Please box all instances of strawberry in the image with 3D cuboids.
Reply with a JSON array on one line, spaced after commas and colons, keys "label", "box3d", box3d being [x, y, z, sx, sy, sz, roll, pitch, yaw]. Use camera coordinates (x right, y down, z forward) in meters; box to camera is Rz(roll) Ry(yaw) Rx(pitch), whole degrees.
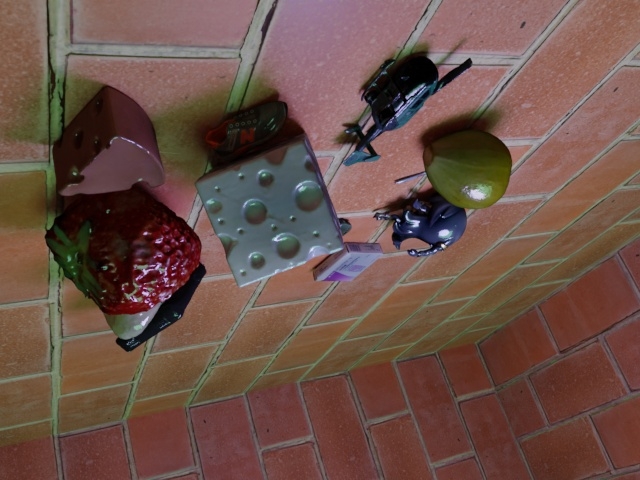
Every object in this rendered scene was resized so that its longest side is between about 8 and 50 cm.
[{"label": "strawberry", "box3d": [-0.413, 0.006, 1.438, 0.310, 0.292, 0.292, -36, 167, -29]}]

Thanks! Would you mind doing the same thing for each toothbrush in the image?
[{"label": "toothbrush", "box3d": [0.303, -0.190, 1.837, 0.193, 0.019, 0.013, -15, 157, -3]}]

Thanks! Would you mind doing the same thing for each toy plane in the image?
[{"label": "toy plane", "box3d": [0.160, -0.283, 1.432, 0.155, 0.106, 0.382, -12, 154, -45]}]

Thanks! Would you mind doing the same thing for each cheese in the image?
[{"label": "cheese", "box3d": [-0.483, 0.122, 1.707, 0.247, 0.251, 0.173, -19, 163, -42]}, {"label": "cheese", "box3d": [-0.382, -0.166, 1.240, 0.202, 0.128, 0.177, -35, 151, 31]}]

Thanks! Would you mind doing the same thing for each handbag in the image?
[{"label": "handbag", "box3d": [-0.468, 0.186, 1.880, 0.275, 0.244, 0.088, -35, 108, 30]}]

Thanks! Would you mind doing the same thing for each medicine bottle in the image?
[{"label": "medicine bottle", "box3d": [0.093, 0.075, 2.223, 0.171, 0.052, 0.201, 4, 147, -40]}]

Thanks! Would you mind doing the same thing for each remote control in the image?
[{"label": "remote control", "box3d": [0.000, 0.000, 1.998, 0.222, 0.042, 0.072, -32, 154, 26]}]

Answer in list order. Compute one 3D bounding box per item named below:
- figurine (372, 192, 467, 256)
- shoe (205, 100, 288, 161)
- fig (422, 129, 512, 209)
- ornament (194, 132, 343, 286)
[{"label": "figurine", "box3d": [0.317, -0.052, 1.978, 0.264, 0.197, 0.175, -25, -168, 8]}, {"label": "shoe", "box3d": [-0.156, -0.234, 1.336, 0.194, 0.074, 0.077, -28, 150, 26]}, {"label": "fig", "box3d": [0.376, -0.188, 1.680, 0.229, 0.207, 0.207, 10, 157, 6]}, {"label": "ornament", "box3d": [-0.102, -0.075, 1.398, 0.239, 0.239, 0.240, -20, -167, 4]}]
